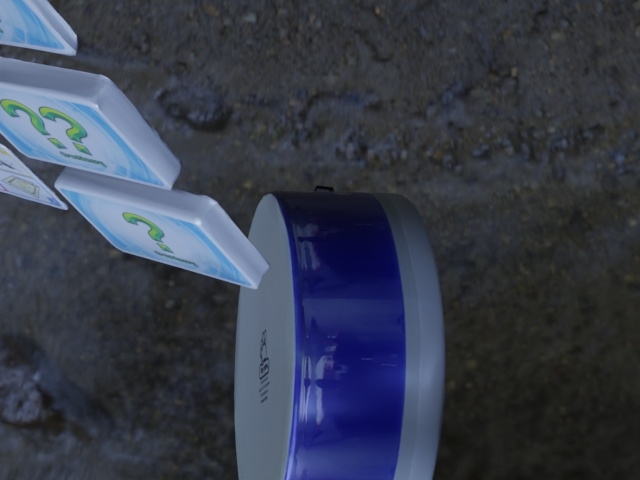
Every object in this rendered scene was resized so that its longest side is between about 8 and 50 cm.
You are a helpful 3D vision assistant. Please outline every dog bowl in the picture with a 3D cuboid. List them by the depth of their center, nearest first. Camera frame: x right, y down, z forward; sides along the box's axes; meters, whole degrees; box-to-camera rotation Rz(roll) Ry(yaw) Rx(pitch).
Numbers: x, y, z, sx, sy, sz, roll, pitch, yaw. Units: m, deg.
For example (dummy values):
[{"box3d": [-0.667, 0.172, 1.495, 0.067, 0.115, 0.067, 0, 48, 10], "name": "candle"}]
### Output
[{"box3d": [0.005, 0.094, 0.912, 0.104, 0.265, 0.264, 3, 125, -13], "name": "dog bowl"}]

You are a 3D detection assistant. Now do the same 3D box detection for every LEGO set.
[{"box3d": [-0.159, -0.044, 0.441, 0.244, 0.060, 0.182, 15, 156, 34], "name": "LEGO set"}]

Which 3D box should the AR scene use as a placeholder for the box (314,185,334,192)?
[{"box3d": [0.000, 0.000, 1.150, 0.018, 0.083, 0.067, 8, 151, 18], "name": "box"}]
